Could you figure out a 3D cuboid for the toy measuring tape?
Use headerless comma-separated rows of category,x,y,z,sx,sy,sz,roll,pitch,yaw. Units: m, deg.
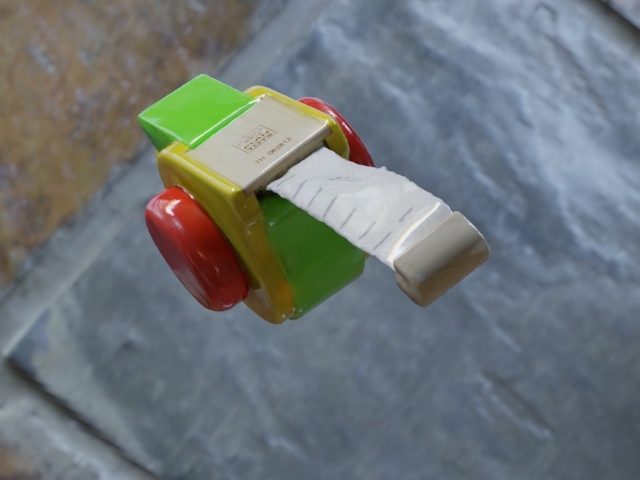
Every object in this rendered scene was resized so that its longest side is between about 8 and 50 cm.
toy measuring tape,0.000,0.000,0.902,0.121,0.330,0.121,-8,109,-25
